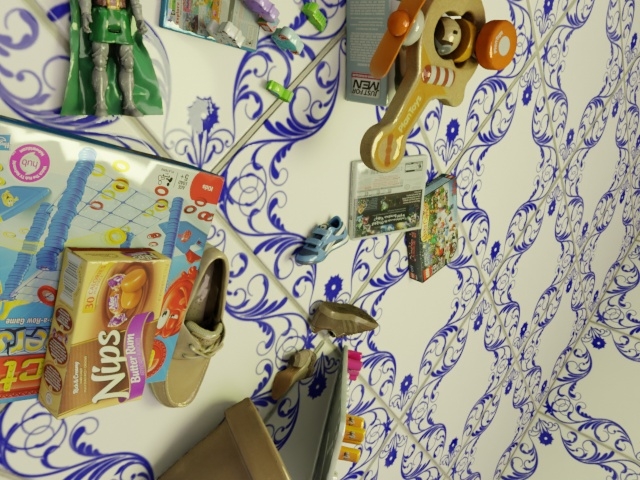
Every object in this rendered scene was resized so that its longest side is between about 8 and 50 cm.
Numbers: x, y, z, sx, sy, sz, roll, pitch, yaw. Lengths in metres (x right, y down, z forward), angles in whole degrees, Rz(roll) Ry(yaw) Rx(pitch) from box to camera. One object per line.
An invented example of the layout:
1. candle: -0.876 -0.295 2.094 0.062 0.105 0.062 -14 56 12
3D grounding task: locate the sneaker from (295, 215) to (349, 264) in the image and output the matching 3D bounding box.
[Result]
1. sneaker: 0.000 0.000 1.095 0.144 0.053 0.059 -38 131 -39

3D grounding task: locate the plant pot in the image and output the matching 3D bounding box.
1. plant pot: -0.175 0.452 0.991 0.229 0.263 0.263 -24 124 -14

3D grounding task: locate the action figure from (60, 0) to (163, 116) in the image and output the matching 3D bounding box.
1. action figure: -0.271 -0.278 0.704 0.137 0.063 0.232 -13 111 -38

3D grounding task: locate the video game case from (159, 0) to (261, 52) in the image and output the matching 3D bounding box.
1. video game case: -0.156 -0.359 0.816 0.166 0.015 0.119 -2 108 -45

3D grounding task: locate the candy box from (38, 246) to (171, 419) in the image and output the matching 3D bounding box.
1. candy box: -0.248 0.102 0.632 0.109 0.053 0.186 2 105 -53

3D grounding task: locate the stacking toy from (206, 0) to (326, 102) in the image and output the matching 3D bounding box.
1. stacking toy: -0.068 -0.340 0.863 0.221 0.052 0.167 34 80 -57

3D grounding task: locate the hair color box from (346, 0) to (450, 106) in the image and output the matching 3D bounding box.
1. hair color box: 0.147 -0.452 1.011 0.185 0.114 0.374 -21 121 -38

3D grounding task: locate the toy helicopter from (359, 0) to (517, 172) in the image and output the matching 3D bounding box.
1. toy helicopter: 0.165 -0.281 0.923 0.235 0.140 0.355 34 85 -44

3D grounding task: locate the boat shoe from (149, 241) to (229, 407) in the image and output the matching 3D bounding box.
1. boat shoe: -0.212 0.150 0.906 0.109 0.098 0.302 2 105 -46

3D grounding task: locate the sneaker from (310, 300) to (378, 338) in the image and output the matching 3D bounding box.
1. sneaker: 0.050 0.184 1.224 0.188 0.066 0.071 22 107 -42

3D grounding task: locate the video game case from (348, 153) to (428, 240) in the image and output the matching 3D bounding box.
1. video game case: 0.148 -0.096 1.195 0.190 0.022 0.173 -10 113 -28

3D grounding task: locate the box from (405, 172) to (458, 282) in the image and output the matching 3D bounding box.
1. box: 0.281 -0.030 1.368 0.159 0.044 0.233 -32 127 -33

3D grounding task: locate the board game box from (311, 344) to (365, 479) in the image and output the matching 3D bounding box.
1. board game box: 0.025 0.464 1.127 0.390 0.050 0.389 -69 172 -80

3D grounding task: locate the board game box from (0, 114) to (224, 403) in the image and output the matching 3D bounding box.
1. board game box: -0.292 0.030 0.657 0.308 0.086 0.301 8 101 -53

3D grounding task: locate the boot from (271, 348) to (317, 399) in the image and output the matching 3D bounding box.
1. boot: -0.050 0.287 1.171 0.087 0.042 0.118 22 97 -55
